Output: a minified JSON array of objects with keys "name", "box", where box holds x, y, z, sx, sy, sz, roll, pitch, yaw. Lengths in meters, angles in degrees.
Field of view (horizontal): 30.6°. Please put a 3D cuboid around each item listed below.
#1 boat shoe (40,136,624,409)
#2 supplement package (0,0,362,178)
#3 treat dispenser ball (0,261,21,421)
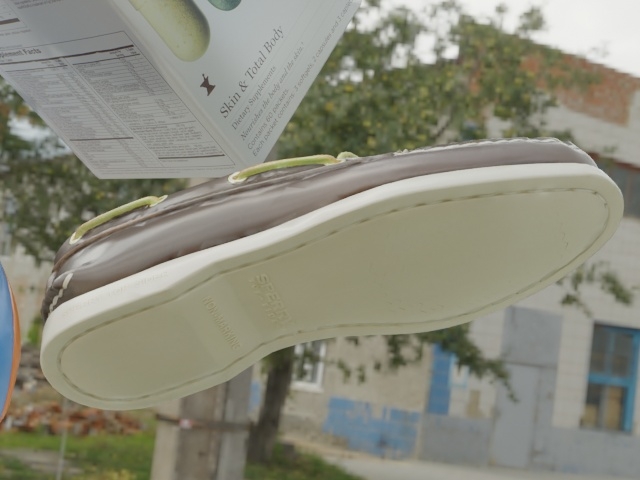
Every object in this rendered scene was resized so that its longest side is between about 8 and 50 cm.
[{"name":"boat shoe","box":[0.000,0.000,0.653,0.324,0.097,0.117,-18,-45,5]},{"name":"supplement package","box":[-0.143,-0.206,0.907,0.198,0.199,0.263,2,-37,43]},{"name":"treat dispenser ball","box":[-0.372,0.079,0.877,0.288,0.288,0.288,7,-5,1]}]
